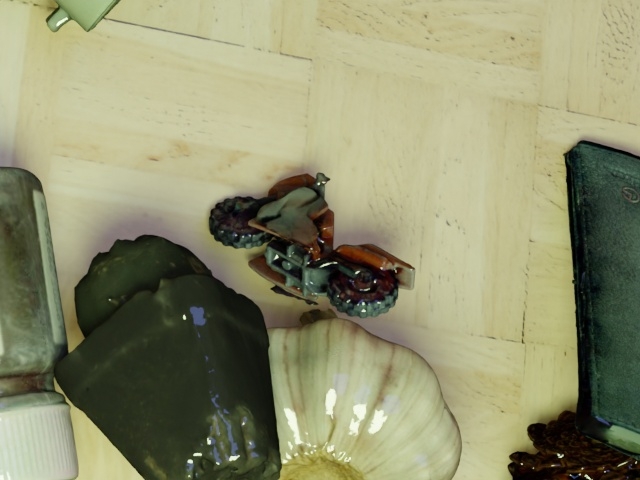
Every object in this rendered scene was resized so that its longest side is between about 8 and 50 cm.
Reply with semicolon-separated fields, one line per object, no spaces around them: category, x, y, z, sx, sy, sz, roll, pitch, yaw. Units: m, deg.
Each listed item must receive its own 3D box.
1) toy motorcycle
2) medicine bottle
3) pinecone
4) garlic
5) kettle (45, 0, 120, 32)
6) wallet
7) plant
toy motorcycle;0.000;0.000;1.810;0.212;0.084;0.118;30;44;30
medicine bottle;-0.301;0.083;1.664;0.165;0.165;0.273;-5;82;-22
pinecone;0.254;0.260;1.858;0.163;0.163;0.165;-6;107;-23
garlic;0.002;0.153;1.774;0.245;0.245;0.253;26;31;-15
kettle;-0.276;-0.351;1.763;0.318;0.265;0.205;42;36;-10
wallet;0.328;0.064;1.895;0.191;0.046;0.379;21;46;-18
plant;-0.125;0.107;1.626;0.164;0.142;0.256;-37;55;11
